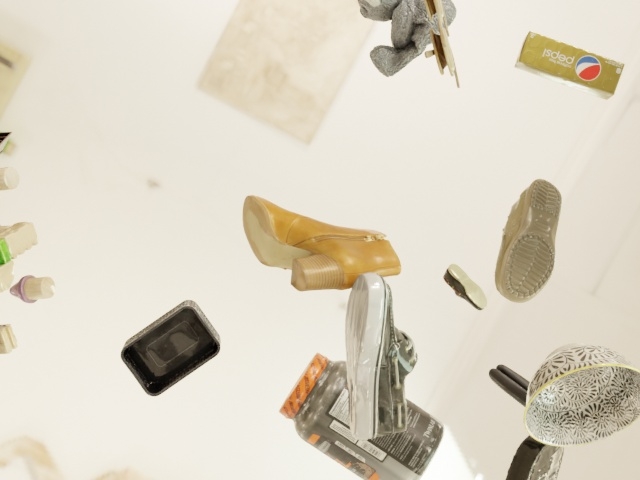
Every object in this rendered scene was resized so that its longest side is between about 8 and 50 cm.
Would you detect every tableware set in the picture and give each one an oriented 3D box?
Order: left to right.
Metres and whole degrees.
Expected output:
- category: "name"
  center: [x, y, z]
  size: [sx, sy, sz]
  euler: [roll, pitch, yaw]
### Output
- category: "tableware set"
  center: [0.178, -0.343, 1.799]
  size: [0.128, 0.039, 0.194]
  euler: [57, 23, -58]

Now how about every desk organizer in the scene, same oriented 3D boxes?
- category: "desk organizer"
  center: [-0.687, -0.201, 2.360]
  size: [0.050, 0.047, 0.130]
  euler: [-57, -168, 16]

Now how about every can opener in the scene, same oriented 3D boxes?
- category: "can opener"
  center: [0.353, 0.261, 1.834]
  size: [0.059, 0.186, 0.073]
  euler: [1, 119, -52]

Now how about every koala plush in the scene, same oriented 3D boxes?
- category: "koala plush"
  center: [0.163, -0.518, 2.477]
  size: [0.203, 0.221, 0.196]
  euler: [-33, -163, 42]

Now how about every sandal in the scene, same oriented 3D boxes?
- category: "sandal"
  center: [0.340, 0.541, 1.890]
  size: [0.168, 0.107, 0.445]
  euler: [-10, 115, -52]

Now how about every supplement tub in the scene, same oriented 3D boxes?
- category: "supplement tub"
  center: [0.089, 0.408, 2.533]
  size: [0.207, 0.338, 0.207]
  euler: [-57, 178, -2]

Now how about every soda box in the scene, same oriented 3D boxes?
- category: "soda box"
  center: [0.444, -0.313, 2.026]
  size: [0.058, 0.181, 0.061]
  euler: [48, 62, -87]

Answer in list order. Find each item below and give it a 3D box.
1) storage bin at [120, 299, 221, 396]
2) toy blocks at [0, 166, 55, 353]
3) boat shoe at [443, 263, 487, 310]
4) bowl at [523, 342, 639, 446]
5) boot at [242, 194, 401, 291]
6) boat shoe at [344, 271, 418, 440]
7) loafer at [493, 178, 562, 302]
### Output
- category: "storage bin"
  center: [-0.302, 0.217, 2.298]
  size: [0.180, 0.122, 0.084]
  euler: [-35, -173, 0]
- category: "toy blocks"
  center: [-0.681, 0.054, 2.039]
  size: [0.288, 0.260, 0.308]
  euler: [-46, 125, -57]
- category: "boat shoe"
  center: [0.337, 0.114, 2.630]
  size: [0.049, 0.133, 0.042]
  euler: [-17, 147, -41]
- category: "bowl"
  center: [0.336, 0.186, 1.467]
  size: [0.170, 0.170, 0.080]
  euler: [-58, -151, 36]
- category: "boot"
  center: [0.001, 0.000, 2.078]
  size: [0.295, 0.211, 0.104]
  euler: [47, -44, 45]
- category: "boat shoe"
  center: [0.111, 0.200, 1.994]
  size: [0.121, 0.119, 0.335]
  euler: [-112, -160, -57]
- category: "loafer"
  center: [0.393, 0.010, 2.162]
  size: [0.092, 0.102, 0.268]
  euler: [-44, -161, 60]
